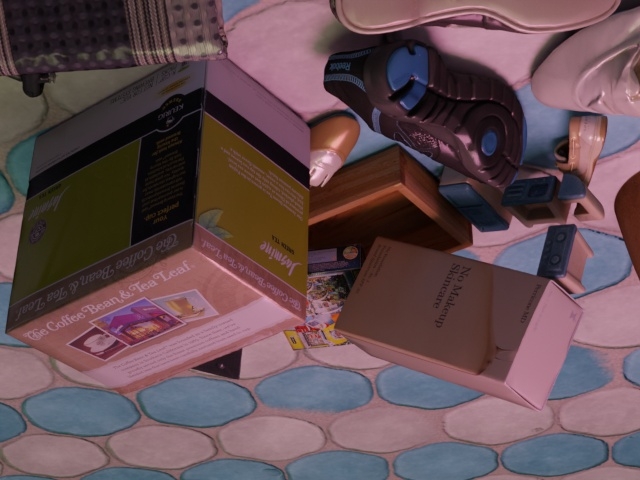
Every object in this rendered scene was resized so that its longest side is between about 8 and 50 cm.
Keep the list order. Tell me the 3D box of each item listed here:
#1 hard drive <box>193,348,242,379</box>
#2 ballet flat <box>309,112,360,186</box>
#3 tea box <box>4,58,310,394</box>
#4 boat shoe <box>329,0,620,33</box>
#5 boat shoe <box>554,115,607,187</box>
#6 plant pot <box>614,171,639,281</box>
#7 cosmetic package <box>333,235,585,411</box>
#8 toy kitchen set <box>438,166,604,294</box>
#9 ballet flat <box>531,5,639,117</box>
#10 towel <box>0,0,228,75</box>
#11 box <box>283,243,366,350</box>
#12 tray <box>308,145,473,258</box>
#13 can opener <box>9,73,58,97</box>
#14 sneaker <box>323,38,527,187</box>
[{"bbox_3d":[-0.246,0.143,2.233,0.255,0.054,0.172,16,148,4],"label":"hard drive"},{"bbox_3d":[-0.023,-0.092,1.895,0.080,0.073,0.232,21,142,-31],"label":"ballet flat"},{"bbox_3d":[-0.205,-0.019,1.767,0.329,0.323,0.220,-23,138,32],"label":"tea box"},{"bbox_3d":[0.176,-0.298,1.575,0.335,0.095,0.112,-3,112,-3],"label":"boat shoe"},{"bbox_3d":[0.353,-0.120,1.878,0.059,0.063,0.170,11,148,5],"label":"boat shoe"},{"bbox_3d":[0.556,0.042,1.955,0.237,0.254,0.237,0,149,0],"label":"plant pot"},{"bbox_3d":[0.187,0.110,1.881,0.309,0.160,0.113,13,163,43],"label":"cosmetic package"},{"bbox_3d":[0.265,-0.015,1.878,0.207,0.166,0.122,-6,145,41],"label":"toy kitchen set"},{"bbox_3d":[0.424,-0.227,1.637,0.400,0.139,0.139,-26,140,35],"label":"ballet flat"},{"bbox_3d":[-0.259,-0.332,1.368,0.312,0.056,0.324,-3,107,7],"label":"towel"},{"bbox_3d":[0.007,0.090,2.076,0.159,0.044,0.233,-7,147,10],"label":"box"},{"bbox_3d":[0.000,0.000,2.043,0.411,0.076,0.203,-22,142,28],"label":"tray"},{"bbox_3d":[-0.353,-0.244,1.657,0.073,0.059,0.186,7,147,-11],"label":"can opener"},{"bbox_3d":[0.147,-0.170,1.767,0.139,0.125,0.341,8,164,44],"label":"sneaker"}]
